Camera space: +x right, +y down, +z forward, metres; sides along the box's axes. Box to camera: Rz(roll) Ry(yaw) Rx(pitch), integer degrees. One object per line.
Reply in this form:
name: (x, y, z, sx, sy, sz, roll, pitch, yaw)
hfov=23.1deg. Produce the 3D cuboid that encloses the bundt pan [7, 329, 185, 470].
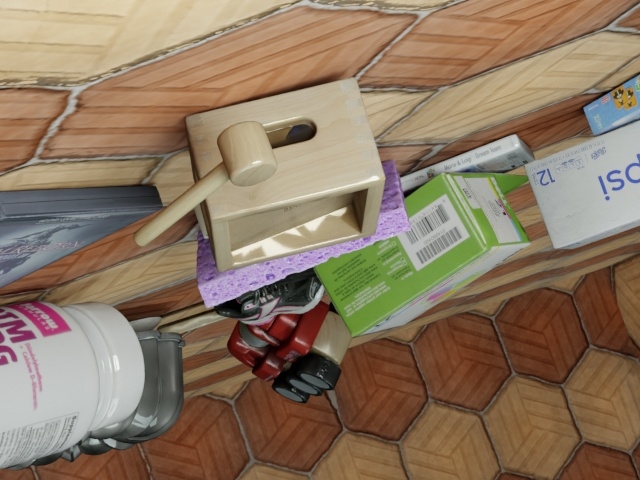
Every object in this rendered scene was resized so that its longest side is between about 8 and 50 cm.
bundt pan: (-0.324, 0.214, 2.008, 0.331, 0.124, 0.331, -12, 169, -2)

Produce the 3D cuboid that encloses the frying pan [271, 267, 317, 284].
frying pan: (-0.019, 0.011, 1.756, 0.197, 0.053, 0.326, -28, 167, 39)

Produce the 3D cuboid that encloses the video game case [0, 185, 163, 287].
video game case: (-0.289, 0.017, 1.271, 0.274, 0.026, 0.196, -23, 171, 30)

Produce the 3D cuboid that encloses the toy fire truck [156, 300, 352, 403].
toy fire truck: (-0.094, 0.129, 2.173, 0.158, 0.246, 0.217, -64, -172, -18)

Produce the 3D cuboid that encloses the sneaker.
sneaker: (-0.067, 0.067, 1.976, 0.077, 0.072, 0.178, 3, 153, -43)

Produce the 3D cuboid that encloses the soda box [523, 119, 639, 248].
soda box: (0.362, -0.081, 1.601, 0.286, 0.098, 0.091, -22, 172, 19)

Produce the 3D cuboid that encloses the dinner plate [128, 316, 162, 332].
dinner plate: (-0.278, 0.132, 2.097, 0.141, 0.017, 0.141, -18, 171, -3)

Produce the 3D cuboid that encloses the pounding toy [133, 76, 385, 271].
pounding toy: (-0.053, -0.057, 1.119, 0.181, 0.094, 0.206, -13, 162, -6)

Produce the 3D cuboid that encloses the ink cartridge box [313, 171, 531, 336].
ink cartridge box: (0.140, 0.010, 1.730, 0.189, 0.097, 0.255, -35, 165, 26)

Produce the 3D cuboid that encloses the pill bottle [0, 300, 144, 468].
pill bottle: (-0.324, 0.147, 1.568, 0.160, 0.160, 0.283, -26, 170, 40)

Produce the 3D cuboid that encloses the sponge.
sponge: (-0.018, -0.009, 1.501, 0.210, 0.031, 0.117, -20, -155, 5)

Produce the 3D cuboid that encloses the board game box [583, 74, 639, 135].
board game box: (0.390, -0.168, 1.564, 0.160, 0.039, 0.211, -14, 171, -32)

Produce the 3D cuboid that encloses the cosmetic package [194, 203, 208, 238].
cosmetic package: (-0.059, -0.031, 1.421, 0.060, 0.041, 0.115, -23, 171, 28)

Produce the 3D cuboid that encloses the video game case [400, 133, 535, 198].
video game case: (0.159, -0.076, 1.717, 0.143, 0.019, 0.157, -21, 173, 12)
